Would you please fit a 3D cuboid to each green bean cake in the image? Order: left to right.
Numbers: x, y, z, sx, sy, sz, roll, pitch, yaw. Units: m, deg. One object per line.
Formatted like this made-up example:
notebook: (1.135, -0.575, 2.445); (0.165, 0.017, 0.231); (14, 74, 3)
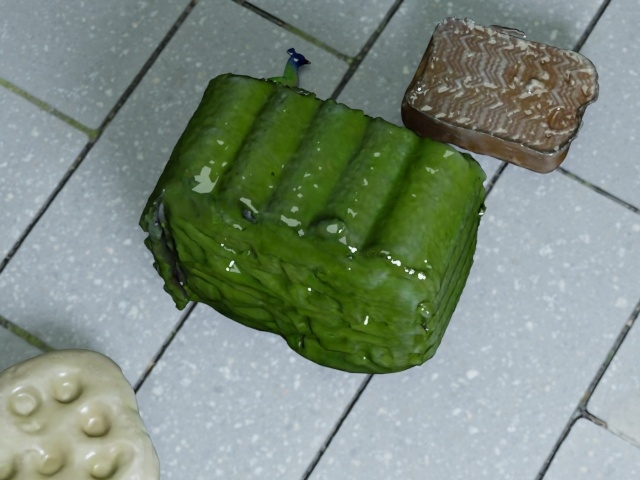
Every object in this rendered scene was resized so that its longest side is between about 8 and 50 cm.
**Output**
green bean cake: (0.000, 0.000, 1.671); (0.319, 0.335, 0.218); (19, 70, 14)

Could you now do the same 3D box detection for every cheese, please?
cheese: (-0.280, 0.237, 1.713); (0.218, 0.117, 0.235); (28, 72, 12)

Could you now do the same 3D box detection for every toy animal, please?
toy animal: (-0.078, -0.137, 1.886); (0.075, 0.041, 0.217); (38, 80, 17)

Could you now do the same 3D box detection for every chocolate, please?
chocolate: (0.214, -0.166, 1.851); (0.214, 0.093, 0.148); (21, 73, 12)
